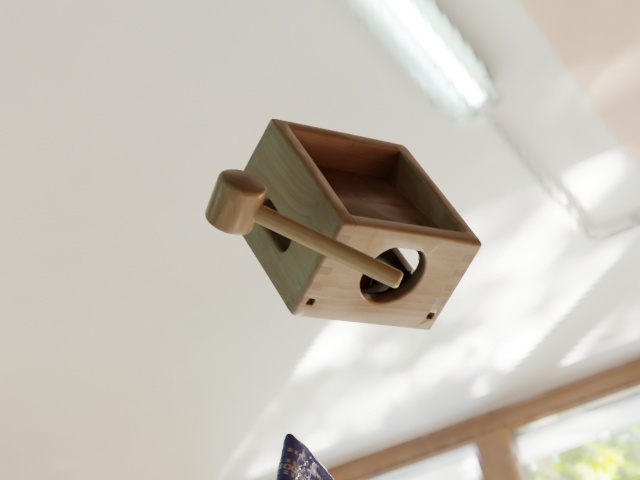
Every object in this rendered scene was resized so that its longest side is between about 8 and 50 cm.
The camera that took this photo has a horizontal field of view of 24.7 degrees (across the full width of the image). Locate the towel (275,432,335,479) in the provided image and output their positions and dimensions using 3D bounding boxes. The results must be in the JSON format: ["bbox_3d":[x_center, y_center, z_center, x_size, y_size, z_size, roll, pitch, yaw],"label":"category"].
[{"bbox_3d":[-0.021,0.371,1.259,0.243,0.040,0.336,59,-144,-46],"label":"towel"}]

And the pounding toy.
[{"bbox_3d":[-0.001,0.005,1.012,0.206,0.094,0.181,8,-147,-36],"label":"pounding toy"}]
